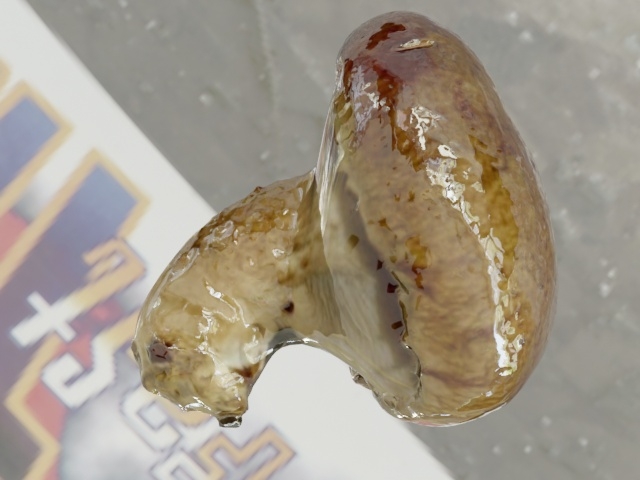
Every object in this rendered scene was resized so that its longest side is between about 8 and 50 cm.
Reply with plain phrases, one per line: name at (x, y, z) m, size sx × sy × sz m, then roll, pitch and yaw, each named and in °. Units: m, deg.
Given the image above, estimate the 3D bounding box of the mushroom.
mushroom at (0.035, -0.009, 0.934) m, size 0.267 × 0.254 × 0.267 m, roll 15°, pitch 109°, yaw 52°
